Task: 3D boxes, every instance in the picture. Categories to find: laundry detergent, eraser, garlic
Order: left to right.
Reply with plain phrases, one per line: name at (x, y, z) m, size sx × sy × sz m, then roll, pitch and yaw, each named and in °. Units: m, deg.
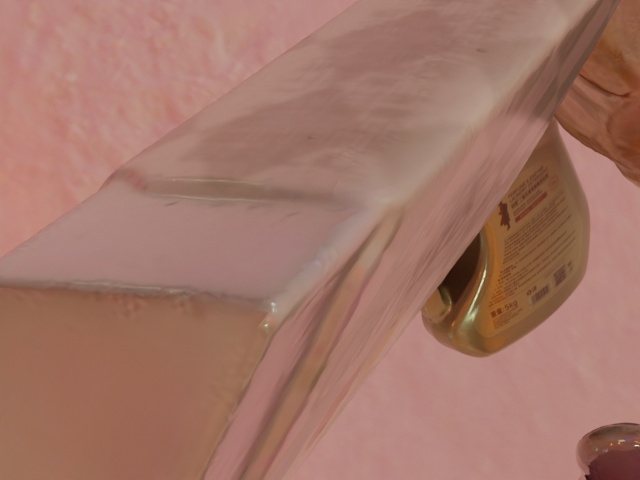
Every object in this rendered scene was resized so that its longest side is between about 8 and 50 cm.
eraser at (0.000, -0.001, 0.531) m, size 0.082 × 0.397 × 0.213 m, roll 32°, pitch 123°, yaw 8°
laundry detergent at (0.131, -0.034, 1.182) m, size 0.181 × 0.253 × 0.091 m, roll -38°, pitch 43°, yaw -18°
garlic at (0.236, -0.155, 1.006) m, size 0.185 × 0.281 × 0.203 m, roll 21°, pitch 71°, yaw 37°

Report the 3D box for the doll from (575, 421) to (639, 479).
doll at (0.171, 0.264, 0.636) m, size 0.215 × 0.226 × 0.370 m, roll 5°, pitch 82°, yaw -6°
